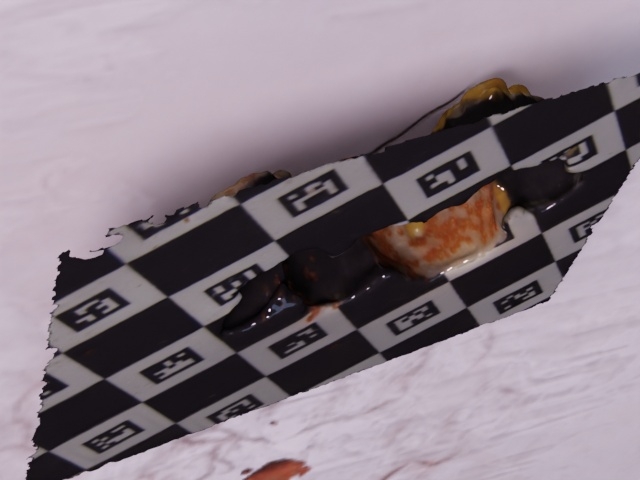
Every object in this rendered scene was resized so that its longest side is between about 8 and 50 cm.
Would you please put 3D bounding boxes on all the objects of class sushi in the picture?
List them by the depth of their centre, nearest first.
[{"bbox_3d":[0.000,0.000,0.848,0.290,0.050,0.264,-19,158,-19],"label":"sushi"}]
